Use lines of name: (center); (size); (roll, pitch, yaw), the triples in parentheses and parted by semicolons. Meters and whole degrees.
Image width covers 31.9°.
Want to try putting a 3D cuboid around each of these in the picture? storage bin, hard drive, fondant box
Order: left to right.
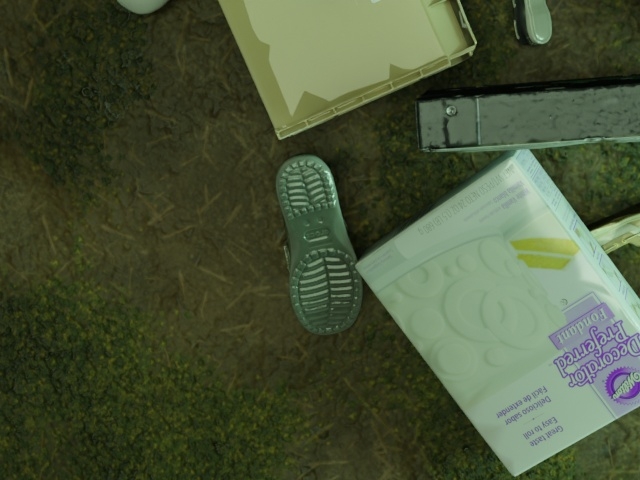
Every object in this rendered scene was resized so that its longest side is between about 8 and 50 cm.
storage bin: (0.019, -0.289, 1.322); (0.260, 0.123, 0.262); (-22, 96, 11)
fondant box: (0.238, 0.085, 1.352); (0.238, 0.096, 0.330); (-36, 94, 23)
hard drive: (0.281, -0.146, 1.250); (0.339, 0.237, 0.064); (-4, 100, 8)

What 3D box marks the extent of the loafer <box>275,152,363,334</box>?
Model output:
loafer: (0.000, 0.000, 1.398); (0.094, 0.087, 0.251); (-6, 114, 2)

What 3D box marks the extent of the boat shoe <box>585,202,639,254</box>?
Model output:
boat shoe: (0.378, -0.014, 1.357); (0.135, 0.050, 0.045); (-22, 99, 22)

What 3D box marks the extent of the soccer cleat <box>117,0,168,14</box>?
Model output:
soccer cleat: (-0.185, -0.429, 1.316); (0.116, 0.143, 0.331); (23, 103, 4)

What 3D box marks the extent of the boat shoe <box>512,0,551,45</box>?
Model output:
boat shoe: (0.247, -0.294, 1.329); (0.046, 0.038, 0.125); (-15, 101, -33)
